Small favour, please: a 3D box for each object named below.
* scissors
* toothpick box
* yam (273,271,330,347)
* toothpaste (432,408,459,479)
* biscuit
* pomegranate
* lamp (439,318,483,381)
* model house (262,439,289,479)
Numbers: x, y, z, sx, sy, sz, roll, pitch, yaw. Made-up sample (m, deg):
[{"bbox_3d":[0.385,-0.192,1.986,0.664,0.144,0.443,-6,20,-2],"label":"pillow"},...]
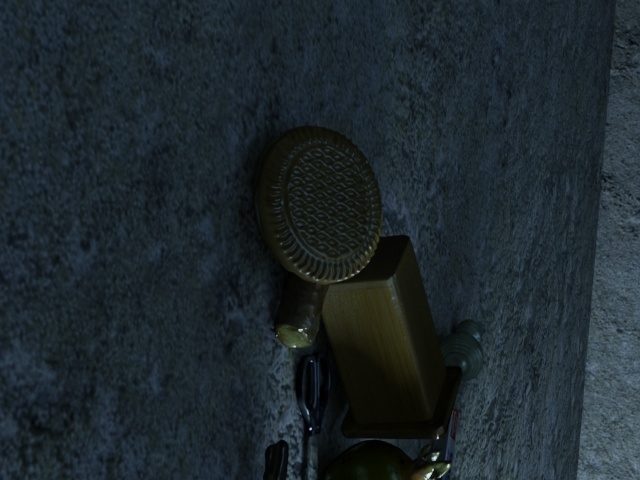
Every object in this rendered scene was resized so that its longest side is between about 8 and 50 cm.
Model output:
[{"bbox_3d":[-0.013,0.337,1.810,0.109,0.022,0.300,-1,93,-63],"label":"scissors"},{"bbox_3d":[0.109,0.163,1.858,0.187,0.190,0.308,-58,138,-55],"label":"toothpick box"},{"bbox_3d":[0.000,0.000,1.749,0.081,0.081,0.357,54,45,-52],"label":"yam"},{"bbox_3d":[0.266,0.464,2.373,0.040,0.047,0.196,23,72,-47],"label":"toothpaste"},{"bbox_3d":[-0.002,-0.056,1.656,0.259,0.079,0.259,10,75,-40],"label":"biscuit"},{"bbox_3d":[0.100,0.422,1.829,0.198,0.198,0.246,-59,-179,-44],"label":"pomegranate"},{"bbox_3d":[0.314,0.239,2.390,0.193,0.106,0.106,-46,133,-66],"label":"lamp"},{"bbox_3d":[-0.022,0.449,1.637,0.218,0.204,0.279,35,54,-61],"label":"model house"}]
